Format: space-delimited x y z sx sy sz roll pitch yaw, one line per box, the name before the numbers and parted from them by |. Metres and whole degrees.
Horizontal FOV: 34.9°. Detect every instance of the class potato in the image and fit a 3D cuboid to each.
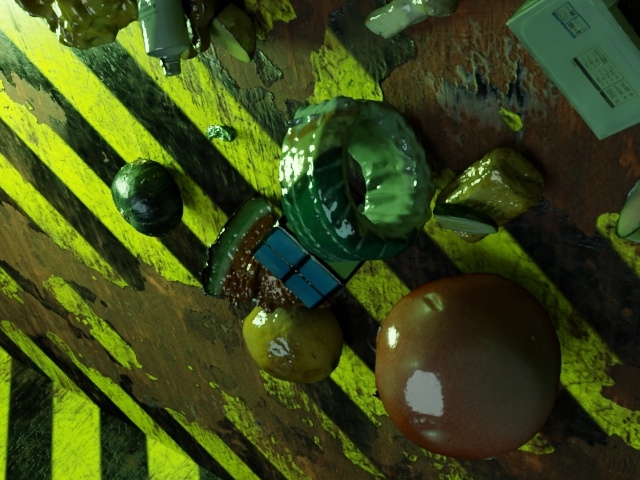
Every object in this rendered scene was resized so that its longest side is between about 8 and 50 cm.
potato | -0.148 -0.372 1.811 0.103 0.066 0.096 45 168 -17

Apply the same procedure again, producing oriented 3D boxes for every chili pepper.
chili pepper | -0.208 -0.220 2.096 0.091 0.030 0.034 10 162 44

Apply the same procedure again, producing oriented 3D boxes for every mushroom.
mushroom | 0.132 -0.347 1.550 0.059 0.054 0.202 52 152 -19

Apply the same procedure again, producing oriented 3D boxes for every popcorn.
popcorn | -0.452 -0.463 1.924 0.253 0.191 0.190 40 175 12

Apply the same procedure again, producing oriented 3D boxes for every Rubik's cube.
Rubik's cube | 0.000 0.000 1.994 0.183 0.180 0.167 45 149 -2

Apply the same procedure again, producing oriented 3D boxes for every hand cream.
hand cream | -0.290 -0.452 1.759 0.124 0.078 0.340 -7 97 57

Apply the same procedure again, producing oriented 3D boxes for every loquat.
loquat | -0.061 0.224 2.325 0.238 0.193 0.238 33 155 18

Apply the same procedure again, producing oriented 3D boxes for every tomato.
tomato | 0.268 0.212 1.813 0.273 0.341 0.341 -14 119 47

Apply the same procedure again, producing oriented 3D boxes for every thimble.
thimble | 0.057 -0.106 1.728 0.167 0.254 0.288 -9 109 51

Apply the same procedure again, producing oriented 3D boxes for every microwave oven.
microwave oven | 0.374 -0.262 1.318 0.208 0.122 0.162 49 148 -11

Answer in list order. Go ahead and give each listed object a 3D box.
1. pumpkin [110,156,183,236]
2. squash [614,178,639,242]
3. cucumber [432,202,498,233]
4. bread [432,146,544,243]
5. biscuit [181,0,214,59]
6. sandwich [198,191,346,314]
pumpkin | -0.396 -0.099 2.337 0.190 0.146 0.190 30 149 20
squash | 0.520 -0.023 1.505 0.132 0.105 0.105 25 150 -8
cucumber | 0.242 -0.037 1.665 0.107 0.035 0.067 11 162 28
bread | 0.279 -0.075 1.689 0.114 0.083 0.211 41 149 -8
biscuit | -0.240 -0.412 1.819 0.236 0.039 0.179 137 116 -67
sandwich | -0.085 0.049 2.186 0.301 0.250 0.162 25 -171 9
